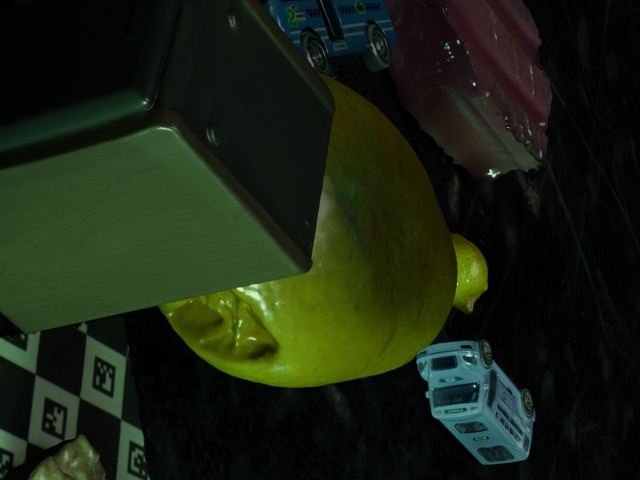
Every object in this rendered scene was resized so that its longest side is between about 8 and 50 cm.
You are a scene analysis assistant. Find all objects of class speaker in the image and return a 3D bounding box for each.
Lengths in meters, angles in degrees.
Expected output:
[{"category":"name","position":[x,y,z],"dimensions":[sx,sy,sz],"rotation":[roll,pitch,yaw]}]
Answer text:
[{"category":"speaker","position":[-0.135,-0.058,1.067],"dimensions":[0.192,0.230,0.153],"rotation":[49,39,-43]}]

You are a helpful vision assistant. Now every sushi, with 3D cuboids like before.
[{"category":"sushi","position":[-0.162,0.197,1.105],"dimensions":[0.264,0.050,0.290],"rotation":[-3,81,-62]}]

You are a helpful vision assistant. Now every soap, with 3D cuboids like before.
[{"category":"soap","position":[0.152,-0.210,1.796],"dimensions":[0.289,0.112,0.182],"rotation":[42,43,-48]}]

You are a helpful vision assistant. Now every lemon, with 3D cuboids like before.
[{"category":"lemon","position":[0.142,0.035,1.725],"dimensions":[0.065,0.065,0.092],"rotation":[22,51,-58]}]

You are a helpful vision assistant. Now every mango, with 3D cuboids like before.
[{"category":"mango","position":[0.000,0.000,1.324],"dimensions":[0.365,0.182,0.253],"rotation":[24,65,-49]}]

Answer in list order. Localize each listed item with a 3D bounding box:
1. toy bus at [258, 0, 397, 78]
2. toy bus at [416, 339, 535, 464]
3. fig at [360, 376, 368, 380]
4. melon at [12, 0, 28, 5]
[{"category":"toy bus","position":[-0.034,-0.190,1.440],"dimensions":[0.246,0.113,0.134],"rotation":[-21,93,-64]},{"category":"toy bus","position":[0.160,0.165,1.693],"dimensions":[0.167,0.073,0.076],"rotation":[46,42,-45]},{"category":"fig","position":[0.052,0.040,1.531],"dimensions":[0.117,0.117,0.177],"rotation":[47,61,-44]},{"category":"melon","position":[-0.129,-0.275,1.178],"dimensions":[0.223,0.223,0.317],"rotation":[54,37,-37]}]
